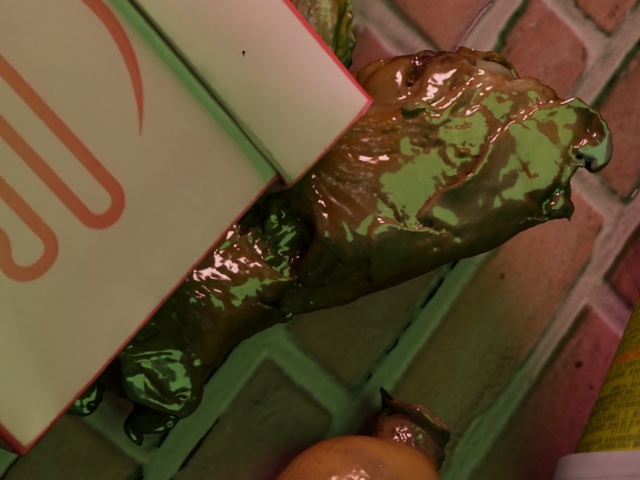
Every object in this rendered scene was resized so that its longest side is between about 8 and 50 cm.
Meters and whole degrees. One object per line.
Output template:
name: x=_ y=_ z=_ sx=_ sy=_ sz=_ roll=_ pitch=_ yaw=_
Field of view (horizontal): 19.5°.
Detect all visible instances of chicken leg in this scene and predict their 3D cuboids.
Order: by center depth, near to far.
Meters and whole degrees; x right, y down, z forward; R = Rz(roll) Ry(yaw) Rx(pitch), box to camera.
chicken leg: x=0.000 y=0.000 z=1.339 sx=0.429 sy=0.153 sz=0.201 roll=-35 pitch=76 yaw=-18

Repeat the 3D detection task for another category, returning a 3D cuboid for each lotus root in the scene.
lotus root: x=0.006 y=0.247 z=1.344 sx=0.146 sy=0.131 sz=0.303 roll=41 pitch=70 yaw=-24

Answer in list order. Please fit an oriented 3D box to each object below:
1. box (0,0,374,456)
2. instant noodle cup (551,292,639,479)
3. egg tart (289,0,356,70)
box: x=-0.221 y=-0.089 z=1.118 sx=0.312 sy=0.314 sz=0.300 roll=48 pitch=71 yaw=-20
instant noodle cup: x=0.364 y=0.109 z=1.493 sx=0.294 sy=0.294 sz=0.308 roll=31 pitch=67 yaw=-26
egg tart: x=-0.037 y=-0.148 z=1.293 sx=0.078 sy=0.197 sz=0.197 roll=-16 pitch=97 yaw=-37
